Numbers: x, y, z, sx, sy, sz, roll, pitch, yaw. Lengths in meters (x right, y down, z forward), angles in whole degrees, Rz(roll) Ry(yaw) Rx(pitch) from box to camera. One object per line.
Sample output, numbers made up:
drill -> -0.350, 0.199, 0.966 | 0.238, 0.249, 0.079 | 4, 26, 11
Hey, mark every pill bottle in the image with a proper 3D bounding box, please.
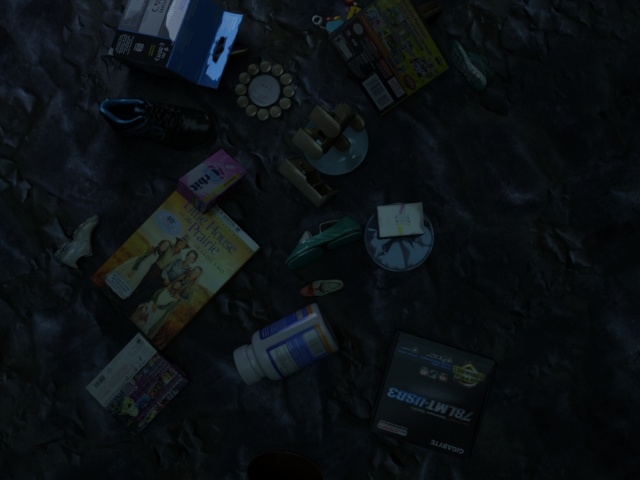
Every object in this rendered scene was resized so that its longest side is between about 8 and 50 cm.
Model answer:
pill bottle -> -0.098, 0.298, 1.479 | 0.272, 0.152, 0.152 | -26, 85, 2

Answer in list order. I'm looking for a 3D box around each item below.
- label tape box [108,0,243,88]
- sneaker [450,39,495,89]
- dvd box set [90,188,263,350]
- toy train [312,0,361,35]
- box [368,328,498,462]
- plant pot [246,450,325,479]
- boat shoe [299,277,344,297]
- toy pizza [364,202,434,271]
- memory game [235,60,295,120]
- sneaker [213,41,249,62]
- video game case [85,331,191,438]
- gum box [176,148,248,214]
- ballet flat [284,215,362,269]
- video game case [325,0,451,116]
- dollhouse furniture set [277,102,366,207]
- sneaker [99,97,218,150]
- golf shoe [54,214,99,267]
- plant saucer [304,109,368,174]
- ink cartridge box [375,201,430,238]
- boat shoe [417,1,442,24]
label tape box -> -0.424, -0.602, 1.535 | 0.334, 0.106, 0.240 | 18, 88, 21
sneaker -> 0.451, -0.525, 1.555 | 0.076, 0.065, 0.166 | -33, 88, -16
dvd box set -> -0.422, 0.068, 1.556 | 0.307, 0.062, 0.420 | 45, 90, 5
toy train -> 0.060, -0.683, 1.588 | 0.125, 0.046, 0.166 | 43, 86, 6
box -> 0.313, 0.433, 1.489 | 0.296, 0.073, 0.293 | 17, 87, 5
plant pot -> -0.113, 0.742, 1.438 | 0.216, 0.215, 0.230 | 11, 101, 4
boat shoe -> 0.002, 0.139, 1.537 | 0.137, 0.043, 0.049 | -11, 88, 4
toy pizza -> 0.229, -0.010, 1.540 | 0.201, 0.032, 0.201 | 0, 88, 3
memory game -> -0.168, -0.454, 1.600 | 0.186, 0.012, 0.186 | 0, 87, 3
sneaker -> -0.310, -0.582, 1.588 | 0.186, 0.069, 0.083 | -11, 91, 1
video game case -> -0.535, 0.421, 1.549 | 0.210, 0.042, 0.232 | 43, 90, 5
gum box -> -0.308, -0.174, 1.525 | 0.107, 0.062, 0.188 | 42, 54, 3
ballet flat -> 0.000, 0.000, 1.538 | 0.247, 0.083, 0.087 | -26, 61, 1
video game case -> 0.195, -0.536, 1.495 | 0.248, 0.035, 0.274 | -33, 109, 15
dollhouse furniture set -> 0.026, -0.237, 1.445 | 0.161, 0.212, 0.242 | 44, 116, 7
sneaker -> -0.475, -0.346, 1.547 | 0.341, 0.139, 0.124 | 5, 85, 2
golf shoe -> -0.710, 0.004, 1.585 | 0.086, 0.069, 0.176 | 40, 92, -15
plant saucer -> 0.044, -0.287, 1.565 | 0.195, 0.037, 0.194 | 0, 86, 3
ink cartridge box -> 0.230, -0.054, 1.479 | 0.143, 0.092, 0.089 | -5, 86, 1
boat shoe -> 0.203, -0.629, 1.542 | 0.307, 0.111, 0.104 | -28, 86, 1
